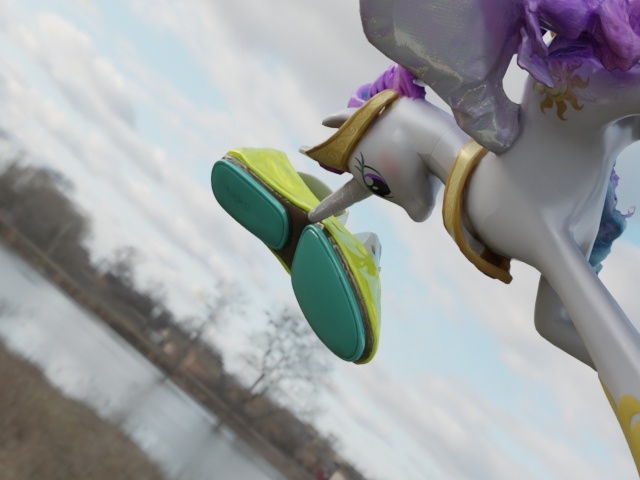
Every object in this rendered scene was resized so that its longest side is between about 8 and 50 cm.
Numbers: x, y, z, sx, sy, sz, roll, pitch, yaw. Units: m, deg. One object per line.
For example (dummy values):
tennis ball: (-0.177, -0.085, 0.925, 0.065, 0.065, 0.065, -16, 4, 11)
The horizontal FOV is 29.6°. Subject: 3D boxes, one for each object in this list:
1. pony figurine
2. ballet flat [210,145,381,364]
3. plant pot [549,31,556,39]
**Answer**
pony figurine: (0.150, -0.084, 0.730, 0.303, 0.351, 0.363, -5, 36, -46)
ballet flat: (0.000, 0.000, 0.927, 0.231, 0.077, 0.077, 49, -44, 37)
plant pot: (0.400, -0.242, 1.206, 0.291, 0.290, 0.203, 36, 20, 29)
